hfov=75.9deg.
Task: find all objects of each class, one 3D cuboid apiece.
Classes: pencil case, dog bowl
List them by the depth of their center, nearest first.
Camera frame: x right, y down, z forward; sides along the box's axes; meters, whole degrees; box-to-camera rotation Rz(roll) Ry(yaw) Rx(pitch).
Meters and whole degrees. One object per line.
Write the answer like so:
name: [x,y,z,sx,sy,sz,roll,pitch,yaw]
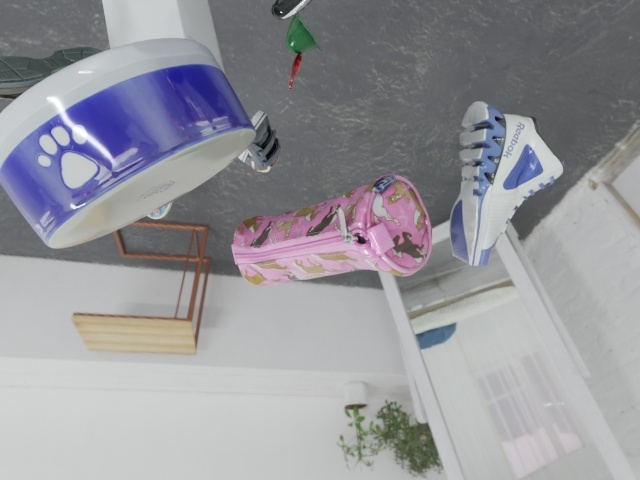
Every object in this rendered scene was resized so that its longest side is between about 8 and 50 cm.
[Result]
dog bowl: [-0.210,-0.102,0.470,0.264,0.265,0.104,-28,98,23]
pencil case: [0.000,0.000,0.731,0.386,0.160,0.167,-11,141,47]

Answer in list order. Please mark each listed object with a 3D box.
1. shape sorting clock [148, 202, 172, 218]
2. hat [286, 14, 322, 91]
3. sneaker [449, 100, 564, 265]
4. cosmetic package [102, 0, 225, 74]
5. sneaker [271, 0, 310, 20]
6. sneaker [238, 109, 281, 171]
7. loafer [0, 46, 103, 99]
shape sorting clock: [-0.432,-0.157,1.041,0.040,0.206,0.206,-7,149,-48]
hat: [-0.112,-0.704,1.498,0.183,0.209,0.173,-37,129,15]
sneaker: [0.367,-0.101,0.796,0.182,0.127,0.316,2,104,-4]
cosmetic package: [-0.344,-0.427,0.920,0.196,0.366,0.155,-17,167,19]
sneaker: [-0.033,-0.647,0.933,0.283,0.107,0.124,-43,129,14]
sneaker: [-0.190,-0.318,1.361,0.127,0.126,0.321,33,168,-7]
loafer: [-0.543,-0.307,0.800,0.267,0.096,0.084,-32,155,-37]
